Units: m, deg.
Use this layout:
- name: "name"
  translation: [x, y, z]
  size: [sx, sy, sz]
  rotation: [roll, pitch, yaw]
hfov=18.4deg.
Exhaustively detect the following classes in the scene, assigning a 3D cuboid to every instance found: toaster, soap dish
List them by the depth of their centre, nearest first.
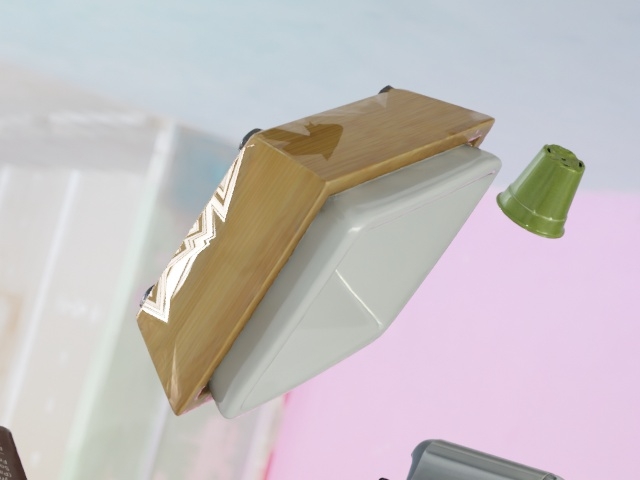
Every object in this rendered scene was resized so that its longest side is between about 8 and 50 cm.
- name: "soap dish"
  translation: [0.000, 0.000, 1.530]
  size: [0.118, 0.229, 0.291]
  rotation: [41, -152, 15]
- name: "toaster"
  translation: [0.152, 0.258, 1.700]
  size: [0.146, 0.129, 0.227]
  rotation: [10, 153, 31]

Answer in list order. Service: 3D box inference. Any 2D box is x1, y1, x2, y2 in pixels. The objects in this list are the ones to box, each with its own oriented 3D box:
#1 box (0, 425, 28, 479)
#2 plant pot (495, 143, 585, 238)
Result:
- name: "box"
  translation: [-0.258, 0.202, 1.092]
  size: [0.167, 0.168, 0.203]
  rotation: [22, -159, -33]
- name: "plant pot"
  translation: [0.241, -0.057, 2.098]
  size: [0.083, 0.079, 0.083]
  rotation: [23, -154, -12]
